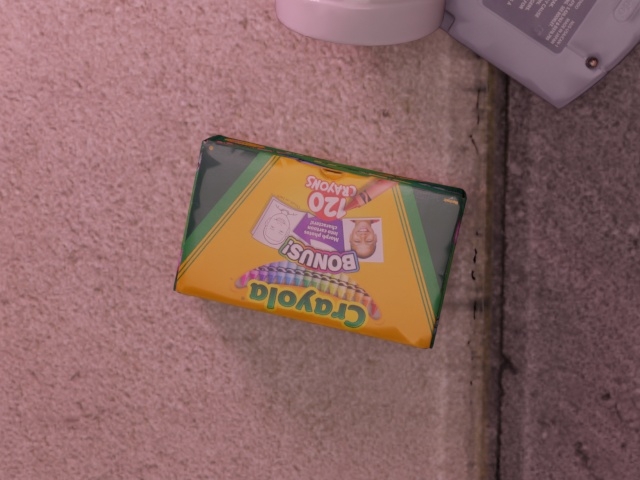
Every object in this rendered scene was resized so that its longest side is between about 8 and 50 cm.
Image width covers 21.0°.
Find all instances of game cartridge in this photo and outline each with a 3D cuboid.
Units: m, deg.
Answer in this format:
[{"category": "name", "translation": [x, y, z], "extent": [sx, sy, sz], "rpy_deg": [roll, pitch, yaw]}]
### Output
[{"category": "game cartridge", "translation": [0.268, -0.290, 1.737], "extent": [0.196, 0.060, 0.294], "rpy_deg": [36, 107, 7]}]

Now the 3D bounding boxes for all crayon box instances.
[{"category": "crayon box", "translation": [0.000, 0.000, 1.809], "extent": [0.278, 0.081, 0.165], "rpy_deg": [12, 99, 3]}]

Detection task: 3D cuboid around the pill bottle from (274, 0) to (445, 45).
[{"category": "pill bottle", "translation": [0.042, -0.385, 1.647], "extent": [0.210, 0.210, 0.363], "rpy_deg": [4, 119, 5]}]
